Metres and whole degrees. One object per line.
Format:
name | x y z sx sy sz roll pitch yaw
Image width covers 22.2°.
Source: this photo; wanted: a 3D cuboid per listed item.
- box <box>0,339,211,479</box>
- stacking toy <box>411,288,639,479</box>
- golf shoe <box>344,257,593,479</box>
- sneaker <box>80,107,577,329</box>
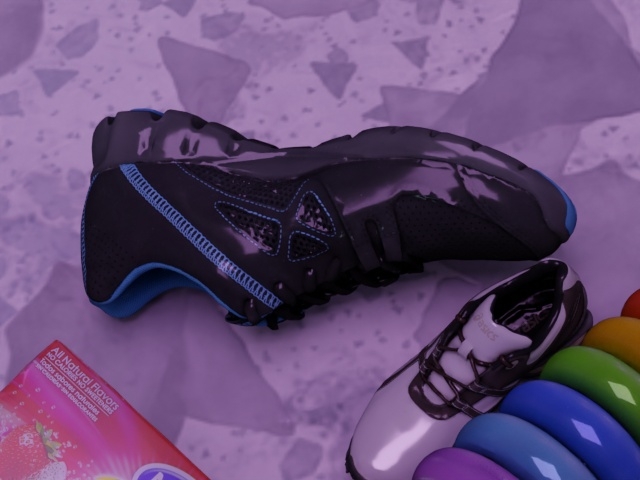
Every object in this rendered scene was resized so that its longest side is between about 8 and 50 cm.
box | -0.102 0.197 0.969 0.257 0.128 0.122 40 74 18
stacking toy | 0.187 0.108 1.000 0.330 0.141 0.141 -41 64 -20
golf shoe | 0.089 0.080 1.040 0.198 0.094 0.077 -43 65 -13
sneaker | 0.000 0.000 1.095 0.341 0.125 0.140 4 72 19
